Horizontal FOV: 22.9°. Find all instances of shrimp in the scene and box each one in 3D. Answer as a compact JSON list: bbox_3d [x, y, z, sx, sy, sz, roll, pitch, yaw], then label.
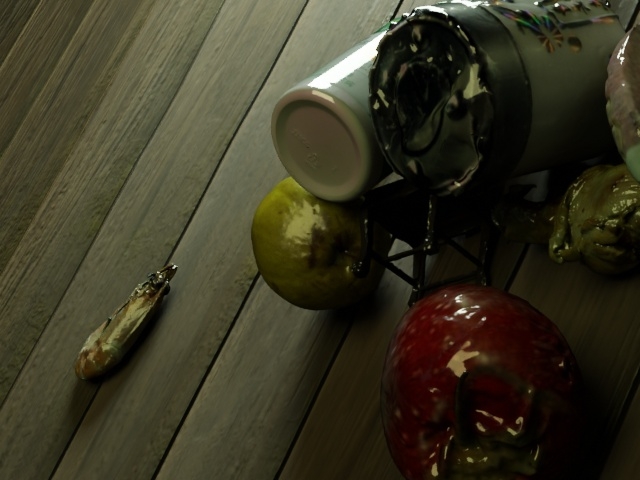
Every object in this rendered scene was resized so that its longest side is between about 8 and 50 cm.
[{"bbox_3d":[-0.246,0.098,1.976,0.190,0.042,0.101,-48,27,8],"label":"shrimp"}]

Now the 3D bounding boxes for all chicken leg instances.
[{"bbox_3d":[0.243,-0.017,1.472,0.228,0.088,0.103,-9,70,46],"label":"chicken leg"}]

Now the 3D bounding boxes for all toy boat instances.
[{"bbox_3d":[0.329,-0.112,1.423,0.085,0.155,0.227,102,175,-47],"label":"toy boat"}]

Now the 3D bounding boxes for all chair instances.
[{"bbox_3d":[0.118,-0.051,1.630,0.106,0.113,0.229,-18,50,37],"label":"chair"}]

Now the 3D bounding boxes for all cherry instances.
[{"bbox_3d":[0.133,0.125,1.387,0.175,0.192,0.249,-15,28,-8],"label":"cherry"}]

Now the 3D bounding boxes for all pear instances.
[{"bbox_3d":[0.000,0.000,1.684,0.149,0.149,0.162,-53,31,-2],"label":"pear"}]

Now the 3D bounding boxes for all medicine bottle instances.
[{"bbox_3d":[0.079,-0.156,1.662,0.133,0.133,0.274,-9,21,45],"label":"medicine bottle"}]

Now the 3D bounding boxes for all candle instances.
[{"bbox_3d":[0.212,-0.157,1.537,0.187,0.330,0.187,26,123,48],"label":"candle"}]
